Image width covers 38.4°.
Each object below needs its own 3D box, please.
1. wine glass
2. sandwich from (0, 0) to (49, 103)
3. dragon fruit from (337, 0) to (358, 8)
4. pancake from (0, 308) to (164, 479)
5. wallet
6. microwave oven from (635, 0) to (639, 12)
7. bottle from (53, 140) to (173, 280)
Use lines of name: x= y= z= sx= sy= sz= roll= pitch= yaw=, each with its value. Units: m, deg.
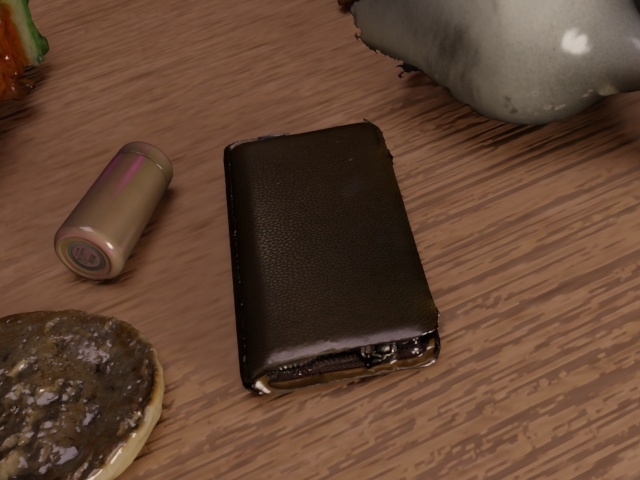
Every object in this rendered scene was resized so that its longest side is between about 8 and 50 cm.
wine glass: x=0.171 y=-0.124 z=0.563 sx=0.321 sy=0.143 sz=0.143 roll=27 pitch=55 yaw=37
sandwich: x=-0.340 y=-0.105 z=0.635 sx=0.250 sy=0.162 sz=0.301 roll=-15 pitch=40 yaw=2
dragon fruit: x=0.064 y=-0.257 z=0.781 sx=0.126 sy=0.068 sz=0.112 roll=-14 pitch=42 yaw=-5
pancake: x=-0.156 y=0.087 z=0.489 sx=0.152 sy=0.025 sz=0.151 roll=-7 pitch=43 yaw=6
wallet: x=0.000 y=0.000 z=0.544 sx=0.110 sy=0.031 sz=0.198 roll=-11 pitch=42 yaw=0
microwave oven: x=0.260 y=-0.205 z=0.611 sx=0.205 sy=0.163 sz=0.129 roll=28 pitch=56 yaw=34
bottle: x=-0.129 y=-0.021 z=0.585 sx=0.045 sy=0.045 sz=0.096 roll=4 pitch=42 yaw=16
